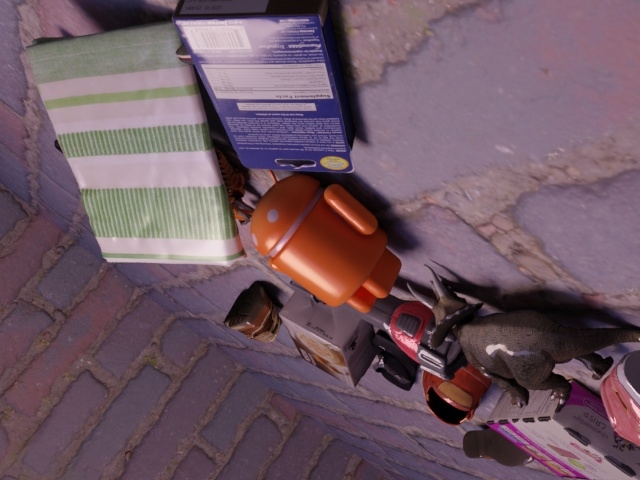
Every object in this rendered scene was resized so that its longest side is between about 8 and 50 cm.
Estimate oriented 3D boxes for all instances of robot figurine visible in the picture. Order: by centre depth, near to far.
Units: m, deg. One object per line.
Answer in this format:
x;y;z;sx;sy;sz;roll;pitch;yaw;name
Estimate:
-0.001;0.001;0.874;0.219;0.128;0.158;38;173;-6;robot figurine

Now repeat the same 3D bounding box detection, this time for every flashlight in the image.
0.091;0.103;1.022;0.304;0.103;0.103;25;132;37;flashlight

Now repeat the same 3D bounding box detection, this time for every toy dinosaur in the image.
0.239;0.130;0.793;0.160;0.121;0.313;30;169;-28;toy dinosaur
-0.188;-0.092;1.014;0.218;0.164;0.322;25;143;-13;toy dinosaur

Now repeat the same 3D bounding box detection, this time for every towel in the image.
-0.237;-0.111;0.868;0.247;0.038;0.325;2;120;25;towel

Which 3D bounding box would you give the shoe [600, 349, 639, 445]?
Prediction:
0.354;0.197;0.658;0.178;0.063;0.081;56;165;26;shoe

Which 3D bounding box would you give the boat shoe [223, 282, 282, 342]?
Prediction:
-0.145;0.181;1.578;0.119;0.123;0.324;33;169;-8;boat shoe

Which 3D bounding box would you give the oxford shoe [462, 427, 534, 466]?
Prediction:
0.374;0.409;1.327;0.076;0.076;0.212;9;166;-19;oxford shoe

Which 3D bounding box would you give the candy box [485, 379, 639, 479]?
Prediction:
0.377;0.295;1.017;0.159;0.071;0.233;35;161;1;candy box

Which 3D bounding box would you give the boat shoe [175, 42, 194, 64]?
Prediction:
-0.103;-0.199;0.703;0.137;0.049;0.043;9;151;43;boat shoe

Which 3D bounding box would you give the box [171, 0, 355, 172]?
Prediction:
-0.043;-0.147;0.663;0.136;0.037;0.225;4;150;14;box

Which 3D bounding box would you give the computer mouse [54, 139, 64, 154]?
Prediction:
-0.466;-0.168;1.366;0.184;0.060;0.262;21;168;26;computer mouse

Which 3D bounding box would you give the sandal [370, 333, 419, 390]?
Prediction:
0.150;0.263;1.346;0.097;0.054;0.254;25;158;27;sandal

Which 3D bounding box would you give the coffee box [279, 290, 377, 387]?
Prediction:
0.022;0.187;1.313;0.141;0.098;0.246;28;159;22;coffee box

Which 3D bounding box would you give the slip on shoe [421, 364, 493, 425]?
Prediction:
0.229;0.275;1.177;0.123;0.101;0.331;29;161;13;slip on shoe
